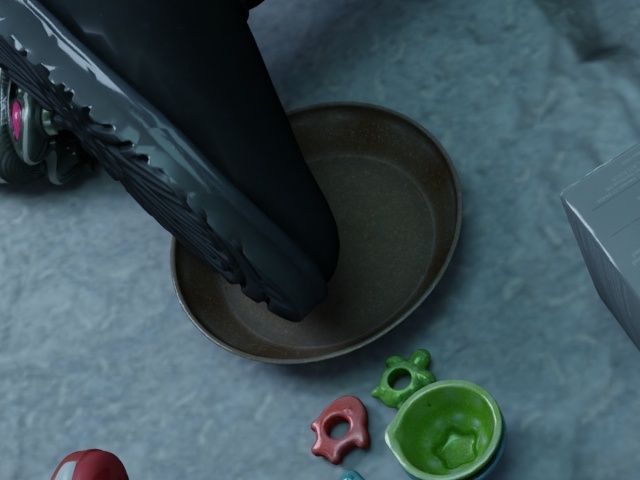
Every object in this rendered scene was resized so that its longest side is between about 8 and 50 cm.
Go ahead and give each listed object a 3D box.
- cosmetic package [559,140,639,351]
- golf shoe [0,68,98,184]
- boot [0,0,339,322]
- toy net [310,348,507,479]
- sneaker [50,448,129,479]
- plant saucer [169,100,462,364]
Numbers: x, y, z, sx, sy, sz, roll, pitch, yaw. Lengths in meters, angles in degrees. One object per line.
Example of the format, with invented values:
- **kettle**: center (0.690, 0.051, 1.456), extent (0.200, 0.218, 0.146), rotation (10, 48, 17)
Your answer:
- **cosmetic package**: center (0.241, 0.057, 1.097), extent (0.107, 0.127, 0.238), rotation (-33, 55, -3)
- **golf shoe**: center (-0.211, -0.165, 1.428), extent (0.120, 0.105, 0.273), rotation (-5, 56, 26)
- **boot**: center (0.011, -0.217, 1.274), extent (0.445, 0.146, 0.367), rotation (-43, 70, -10)
- **toy net**: center (0.003, 0.161, 1.169), extent (0.232, 0.045, 0.122), rotation (-42, 55, -8)
- **sneaker**: center (-0.083, 0.213, 1.132), extent (0.128, 0.087, 0.221), rotation (-22, 66, 23)
- **plant saucer**: center (0.000, 0.000, 1.280), extent (0.198, 0.036, 0.199), rotation (-9, 57, 14)
